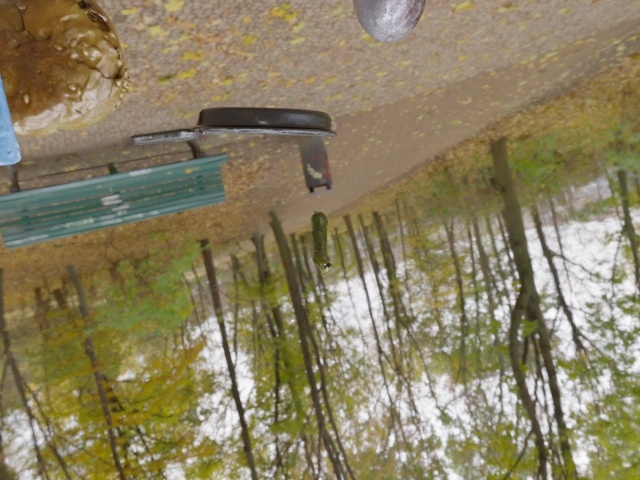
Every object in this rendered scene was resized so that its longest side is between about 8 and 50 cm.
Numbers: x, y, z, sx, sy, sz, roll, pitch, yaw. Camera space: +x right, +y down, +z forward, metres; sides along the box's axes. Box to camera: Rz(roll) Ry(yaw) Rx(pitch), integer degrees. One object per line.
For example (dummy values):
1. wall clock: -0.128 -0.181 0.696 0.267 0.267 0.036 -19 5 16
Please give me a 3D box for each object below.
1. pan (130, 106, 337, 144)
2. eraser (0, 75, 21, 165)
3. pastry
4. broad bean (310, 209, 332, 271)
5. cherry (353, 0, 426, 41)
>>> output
1. pan: -0.097 -0.113 0.524 0.235 0.028 0.136 2 -171 25
2. eraser: -0.535 -0.190 0.764 0.312 0.144 0.042 12 -156 36
3. pastry: -0.497 -0.315 0.960 0.311 0.255 0.162 -9 -175 3
4. broad bean: -0.001 0.000 1.504 0.053 0.052 0.256 -39 -148 24
5. cherry: 0.172 -0.613 1.321 0.183 0.213 0.266 -14 176 1
